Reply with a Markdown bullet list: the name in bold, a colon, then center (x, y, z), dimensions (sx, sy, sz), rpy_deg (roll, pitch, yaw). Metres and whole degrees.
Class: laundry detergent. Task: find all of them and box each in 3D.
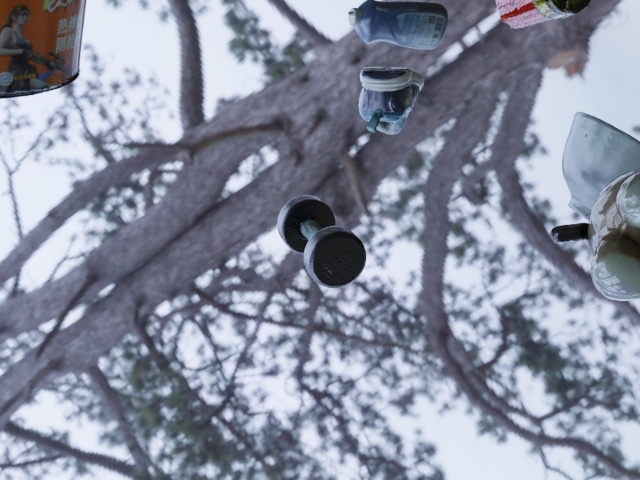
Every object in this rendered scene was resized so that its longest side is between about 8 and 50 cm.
- **laundry detergent**: center (0.142, -0.420, 1.967), dimensions (0.206, 0.097, 0.061), rpy_deg (0, -128, -25)

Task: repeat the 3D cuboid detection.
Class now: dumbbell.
- **dumbbell**: center (0.000, 0.000, 1.684), dimensions (0.100, 0.100, 0.191), rpy_deg (46, -178, -29)

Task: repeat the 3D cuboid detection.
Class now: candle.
- **candle**: center (0.208, -0.234, 0.986), dimensions (0.052, 0.052, 0.130), rpy_deg (53, 169, -13)

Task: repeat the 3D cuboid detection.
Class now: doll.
- **doll**: center (0.454, 0.000, 1.230), dimensions (0.330, 0.235, 0.174), rpy_deg (11, -161, -21)

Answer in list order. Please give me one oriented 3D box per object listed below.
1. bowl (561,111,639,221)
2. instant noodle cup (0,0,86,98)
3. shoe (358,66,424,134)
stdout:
- **bowl**: center (0.508, -0.077, 1.697), dimensions (0.289, 0.146, 0.289), rpy_deg (33, -171, -6)
- **instant noodle cup**: center (-0.408, -0.309, 1.248), dimensions (0.296, 0.296, 0.214), rpy_deg (-68, -15, -63)
- **shoe**: center (0.076, -0.151, 1.105), dimensions (0.143, 0.064, 0.071), rpy_deg (-27, -57, -78)
